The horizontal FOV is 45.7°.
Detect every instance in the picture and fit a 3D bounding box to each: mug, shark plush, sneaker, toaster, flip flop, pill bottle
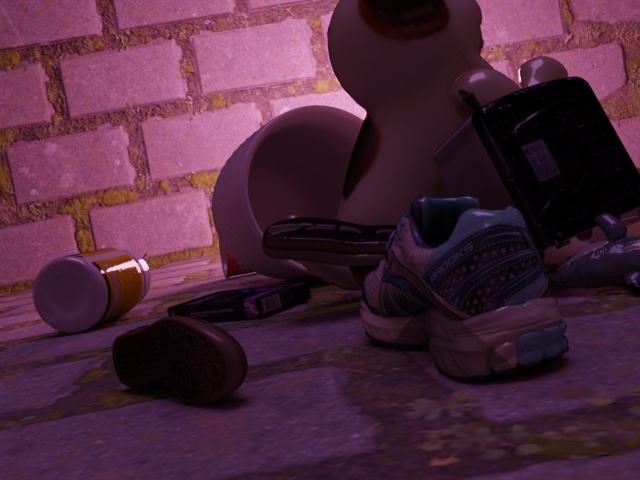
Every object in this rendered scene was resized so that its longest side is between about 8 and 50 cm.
[{"bbox_3d":[-0.011,-0.077,1.361,0.374,0.276,0.328,-18,1,-23],"label":"mug"},{"bbox_3d":[0.296,0.034,0.687,0.067,0.073,0.161,-34,36,-29],"label":"shark plush"},{"bbox_3d":[-0.102,0.087,0.613,0.071,0.066,0.188,-11,4,-39],"label":"sneaker"},{"bbox_3d":[0.102,0.022,0.607,0.110,0.122,0.283,-11,3,-15],"label":"sneaker"},{"bbox_3d":[0.228,-0.078,0.806,0.168,0.185,0.110,-22,-9,-26],"label":"toaster"},{"bbox_3d":[-0.131,0.005,1.663,0.169,0.150,0.113,-6,46,-14],"label":"mug"},{"bbox_3d":[0.067,0.030,0.849,0.277,0.080,0.112,6,15,12],"label":"flip flop"},{"bbox_3d":[-0.361,0.074,1.234,0.119,0.119,0.208,-10,3,11],"label":"pill bottle"}]

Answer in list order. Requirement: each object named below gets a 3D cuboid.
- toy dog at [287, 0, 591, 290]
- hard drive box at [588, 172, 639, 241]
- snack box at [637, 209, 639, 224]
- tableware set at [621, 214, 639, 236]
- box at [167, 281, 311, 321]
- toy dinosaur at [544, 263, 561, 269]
[{"bbox_3d":[0.129,-0.149,1.017,0.396,0.407,0.284,-10,2,-5],"label":"toy dog"},{"bbox_3d":[0.515,-0.061,1.087,0.232,0.089,0.181,-12,4,-17],"label":"hard drive box"},{"bbox_3d":[0.430,-0.038,0.798,0.178,0.022,0.064,-18,-27,20],"label":"snack box"},{"bbox_3d":[0.446,-0.011,0.897,0.194,0.039,0.128,-15,12,34],"label":"tableware set"},{"bbox_3d":[-0.111,0.085,1.034,0.162,0.029,0.116,-10,3,32],"label":"box"},{"bbox_3d":[0.345,0.011,0.778,0.212,0.064,0.112,-9,-27,6],"label":"toy dinosaur"}]
